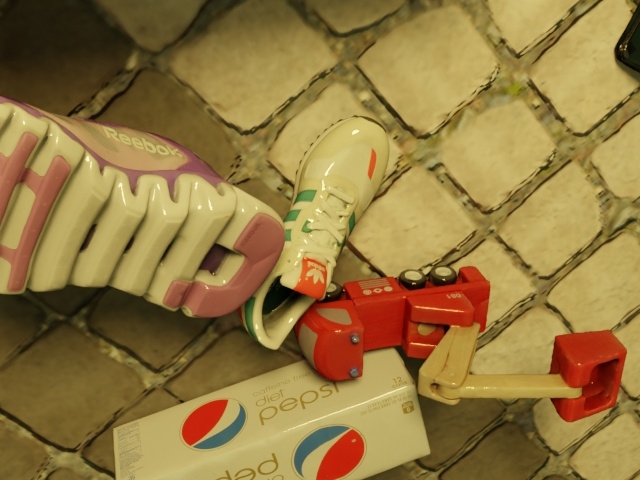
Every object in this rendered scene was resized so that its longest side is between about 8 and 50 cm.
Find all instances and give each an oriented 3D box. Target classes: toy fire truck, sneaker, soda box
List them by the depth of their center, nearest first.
[{"bbox_3d":[-0.134,-0.030,0.454,0.236,0.104,0.095,18,115,-42],"label":"sneaker"},{"bbox_3d":[0.000,0.000,0.538,0.057,0.075,0.161,27,108,-27],"label":"sneaker"},{"bbox_3d":[0.086,0.071,0.567,0.191,0.135,0.047,-7,119,-13],"label":"toy fire truck"},{"bbox_3d":[-0.035,0.145,0.612,0.216,0.069,0.074,-19,122,-4],"label":"soda box"}]

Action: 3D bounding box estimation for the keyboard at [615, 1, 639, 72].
[{"bbox_3d":[0.279,-0.186,0.550,0.100,0.038,0.192,27,111,-2],"label":"keyboard"}]
